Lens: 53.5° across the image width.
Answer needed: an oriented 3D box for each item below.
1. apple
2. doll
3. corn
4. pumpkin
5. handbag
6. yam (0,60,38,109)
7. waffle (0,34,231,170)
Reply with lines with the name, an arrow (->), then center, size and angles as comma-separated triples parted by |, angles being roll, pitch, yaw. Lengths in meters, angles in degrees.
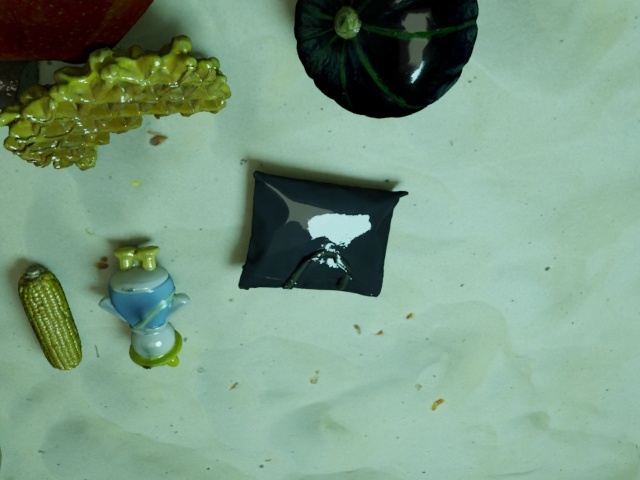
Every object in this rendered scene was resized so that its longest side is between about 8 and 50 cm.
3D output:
apple -> -0.302, -0.354, 0.689 | 0.288, 0.288, 0.317 | 27, 132, -20
doll -> -0.291, 0.124, 1.067 | 0.135, 0.099, 0.240 | -19, 124, -23
corn -> -0.452, 0.134, 1.069 | 0.068, 0.068, 0.207 | -8, 119, -3
pumpkin -> 0.099, -0.287, 0.832 | 0.248, 0.248, 0.247 | -3, 120, -5
handbag -> 0.000, 0.000, 1.039 | 0.255, 0.088, 0.210 | 6, 116, -15
yam -> -0.461, -0.221, 0.862 | 0.127, 0.084, 0.084 | 11, 117, -9
waffle -> -0.269, -0.178, 0.829 | 0.293, 0.260, 0.069 | -24, 86, 3
